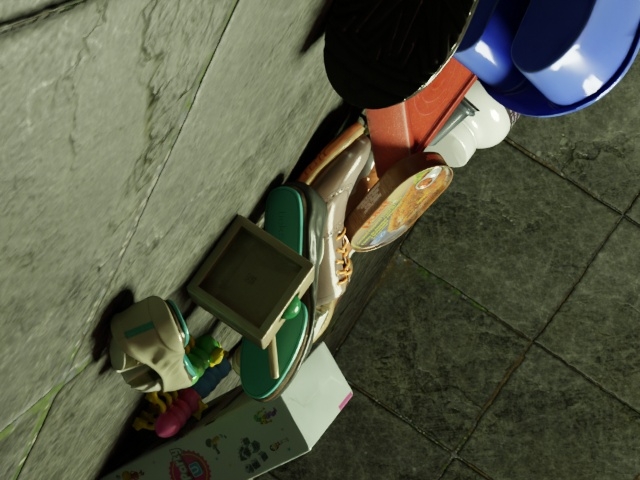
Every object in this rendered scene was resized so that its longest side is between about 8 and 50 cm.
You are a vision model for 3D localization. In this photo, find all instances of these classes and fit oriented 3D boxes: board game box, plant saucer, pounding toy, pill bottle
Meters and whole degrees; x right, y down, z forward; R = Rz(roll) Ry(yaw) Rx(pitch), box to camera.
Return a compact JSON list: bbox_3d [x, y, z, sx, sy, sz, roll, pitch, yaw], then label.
[{"bbox_3d":[-0.126,0.273,1.737,0.303,0.098,0.224,-28,-178,20],"label":"board game box"},{"bbox_3d":[0.149,-0.240,1.673,0.258,0.047,0.259,-53,152,-25],"label":"plant saucer"},{"bbox_3d":[-0.075,0.070,1.502,0.130,0.141,0.100,-55,173,-12],"label":"pounding toy"},{"bbox_3d":[0.277,-0.283,2.099,0.323,0.181,0.181,-53,172,-20],"label":"pill bottle"}]

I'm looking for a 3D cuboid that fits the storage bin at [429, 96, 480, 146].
[{"bbox_3d":[0.161,-0.210,1.905,0.091,0.135,0.098,-48,175,13],"label":"storage bin"}]

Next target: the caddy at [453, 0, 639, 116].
[{"bbox_3d":[0.292,-0.325,1.547,0.179,0.241,0.341,14,97,-55],"label":"caddy"}]

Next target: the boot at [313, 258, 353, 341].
[{"bbox_3d":[-0.014,0.140,2.387,0.248,0.090,0.207,-58,171,-19],"label":"boot"}]

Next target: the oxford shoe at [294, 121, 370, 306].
[{"bbox_3d":[0.000,0.000,1.715,0.130,0.132,0.364,-45,166,-54],"label":"oxford shoe"}]

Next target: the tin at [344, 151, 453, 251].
[{"bbox_3d":[0.104,-0.054,1.729,0.106,0.040,0.190,-7,148,-47],"label":"tin"}]

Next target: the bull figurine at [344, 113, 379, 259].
[{"bbox_3d":[0.042,-0.060,1.859,0.310,0.101,0.188,-58,174,8],"label":"bull figurine"}]

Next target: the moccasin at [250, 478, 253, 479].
[{"bbox_3d":[-0.234,0.457,1.902,0.147,0.139,0.380,-27,-177,-44],"label":"moccasin"}]

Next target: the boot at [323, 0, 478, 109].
[{"bbox_3d":[0.141,-0.295,1.374,0.348,0.131,0.260,-58,172,9],"label":"boot"}]

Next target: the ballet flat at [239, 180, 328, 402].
[{"bbox_3d":[-0.032,0.067,1.584,0.096,0.095,0.281,10,90,-59],"label":"ballet flat"}]

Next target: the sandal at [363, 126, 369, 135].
[{"bbox_3d":[0.111,-0.151,1.976,0.079,0.088,0.240,-49,178,-25],"label":"sandal"}]

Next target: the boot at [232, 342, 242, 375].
[{"bbox_3d":[-0.067,0.134,2.086,0.165,0.077,0.213,-59,177,26],"label":"boot"}]

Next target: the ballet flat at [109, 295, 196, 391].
[{"bbox_3d":[-0.183,0.118,1.328,0.086,0.086,0.248,-54,171,-18],"label":"ballet flat"}]

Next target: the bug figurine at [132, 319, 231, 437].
[{"bbox_3d":[-0.151,0.156,1.658,0.216,0.072,0.279,-49,170,-45],"label":"bug figurine"}]
